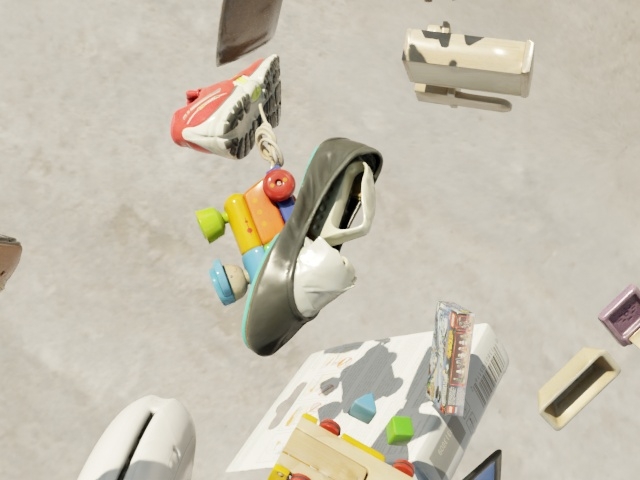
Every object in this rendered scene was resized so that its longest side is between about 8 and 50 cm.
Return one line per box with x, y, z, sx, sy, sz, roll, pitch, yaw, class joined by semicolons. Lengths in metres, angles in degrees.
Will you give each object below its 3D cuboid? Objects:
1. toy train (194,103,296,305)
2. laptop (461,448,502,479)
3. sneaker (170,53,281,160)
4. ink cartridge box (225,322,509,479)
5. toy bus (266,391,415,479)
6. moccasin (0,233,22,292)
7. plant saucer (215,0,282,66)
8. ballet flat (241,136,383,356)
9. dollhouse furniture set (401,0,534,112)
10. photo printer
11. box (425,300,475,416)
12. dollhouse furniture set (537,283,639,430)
-0.100;-0.045;1.145;0.143;0.105;0.248;-21;76;-6;toy train
0.124;0.343;0.687;0.136;0.264;0.234;-7;112;-10;laptop
-0.130;-0.201;1.256;0.118;0.279;0.107;7;116;15;sneaker
0.073;0.278;1.396;0.385;0.308;0.091;-16;113;40;ink cartridge box
0.030;0.298;1.035;0.202;0.190;0.104;66;147;35;toy bus
-0.655;0.042;1.506;0.139;0.380;0.147;12;86;7;moccasin
-0.024;-0.167;0.433;0.029;0.168;0.169;11;100;-6;plant saucer
0.000;0.000;0.978;0.096;0.095;0.280;4;63;33;ballet flat
0.240;-0.392;1.247;0.173;0.303;0.356;11;84;13;dollhouse furniture set
-0.216;0.343;0.979;0.107;0.256;0.308;11;110;1;photo printer
0.172;0.155;1.175;0.027;0.094;0.137;5;95;-9;box
0.223;0.112;0.621;0.114;0.081;0.091;-44;124;3;dollhouse furniture set
